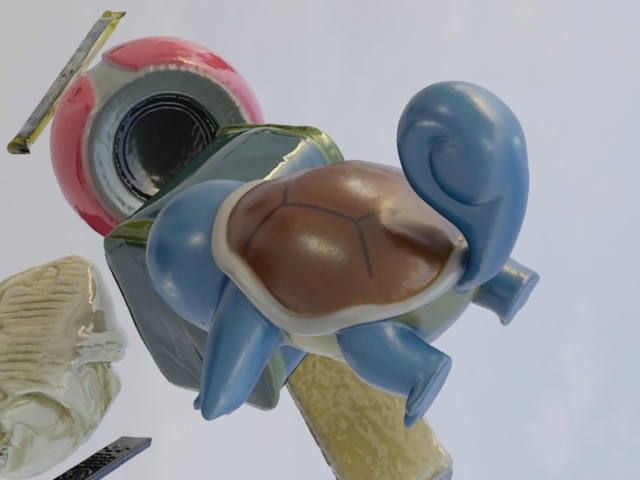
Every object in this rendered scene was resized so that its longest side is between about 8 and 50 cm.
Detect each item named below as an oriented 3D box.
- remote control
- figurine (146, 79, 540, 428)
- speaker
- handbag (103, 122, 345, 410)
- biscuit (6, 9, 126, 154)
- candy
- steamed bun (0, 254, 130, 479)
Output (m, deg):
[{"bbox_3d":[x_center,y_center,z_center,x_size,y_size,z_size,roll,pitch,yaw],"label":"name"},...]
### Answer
[{"bbox_3d":[-0.333,0.333,1.797,0.063,0.245,0.025,-8,-80,32],"label":"remote control"},{"bbox_3d":[0.026,0.030,1.051,0.416,0.243,0.298,-18,-158,45],"label":"figurine"},{"bbox_3d":[-0.223,-0.124,1.699,0.294,0.294,0.294,-172,-90,-66],"label":"speaker"},{"bbox_3d":[-0.081,0.026,1.410,0.222,0.241,0.263,4,-51,37],"label":"handbag"},{"bbox_3d":[-0.380,-0.244,1.879,0.048,0.026,0.292,11,-121,32],"label":"biscuit"},{"bbox_3d":[0.073,0.296,2.061,0.320,0.179,0.135,60,-5,18],"label":"candy"},{"bbox_3d":[-0.462,0.221,1.937,0.347,0.394,0.237,24,-32,39],"label":"steamed bun"}]
